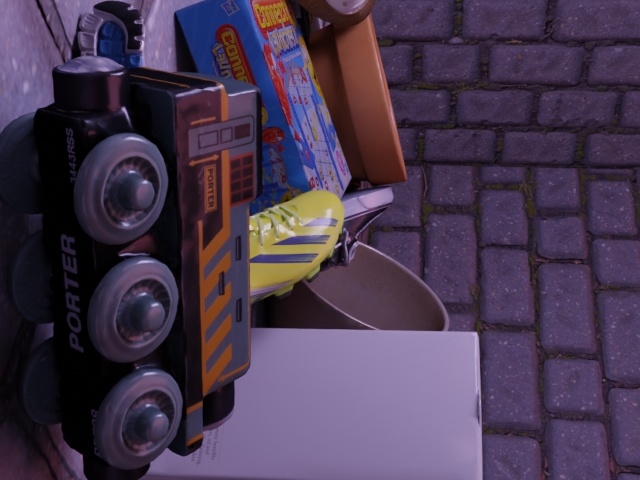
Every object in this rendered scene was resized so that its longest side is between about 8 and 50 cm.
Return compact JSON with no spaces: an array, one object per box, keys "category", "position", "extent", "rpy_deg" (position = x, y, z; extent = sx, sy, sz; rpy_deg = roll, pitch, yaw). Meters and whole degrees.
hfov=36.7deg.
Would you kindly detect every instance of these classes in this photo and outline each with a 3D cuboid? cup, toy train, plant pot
[{"category":"cup","position":[0.033,0.167,1.763],"extent":[0.237,0.331,0.331],"rpy_deg":[-61,-177,22]},{"category":"toy train","position":[-0.130,0.021,0.739],"extent":[0.190,0.142,0.333],"rpy_deg":[-22,119,-46]},{"category":"plant pot","position":[0.014,-0.216,1.583],"extent":[0.291,0.204,0.290],"rpy_deg":[-13,90,-82]}]

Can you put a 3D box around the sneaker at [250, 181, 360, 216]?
[{"category":"sneaker","position":[-0.018,-0.040,1.626],"extent":[0.321,0.180,0.124],"rpy_deg":[-81,169,-45]}]

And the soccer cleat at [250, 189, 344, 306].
[{"category":"soccer cleat","position":[-0.081,0.011,1.048],"extent":[0.289,0.093,0.121],"rpy_deg":[-38,121,-31]}]

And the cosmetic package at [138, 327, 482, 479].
[{"category":"cosmetic package","position":[-0.003,0.215,1.087],"extent":[0.155,0.366,0.197],"rpy_deg":[82,13,-52]}]

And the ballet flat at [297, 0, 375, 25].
[{"category":"ballet flat","position":[-0.005,-0.391,1.307],"extent":[0.342,0.124,0.116],"rpy_deg":[36,83,-44]}]

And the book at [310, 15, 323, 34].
[{"category":"book","position":[-0.048,-0.382,1.637],"extent":[0.144,0.096,0.035],"rpy_deg":[68,25,-71]}]

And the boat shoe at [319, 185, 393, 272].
[{"category":"boat shoe","position":[0.002,0.000,1.501],"extent":[0.306,0.113,0.105],"rpy_deg":[-27,104,-40]}]

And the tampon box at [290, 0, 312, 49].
[{"category":"tampon box","position":[-0.065,-0.391,1.484],"extent":[0.120,0.101,0.161],"rpy_deg":[80,14,-57]}]

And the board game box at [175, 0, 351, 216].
[{"category":"board game box","position":[-0.061,-0.179,1.279],"extent":[0.308,0.086,0.302],"rpy_deg":[-65,137,-72]}]

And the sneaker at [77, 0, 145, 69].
[{"category":"sneaker","position":[-0.178,-0.107,0.835],"extent":[0.083,0.071,0.190],"rpy_deg":[89,6,-66]}]
